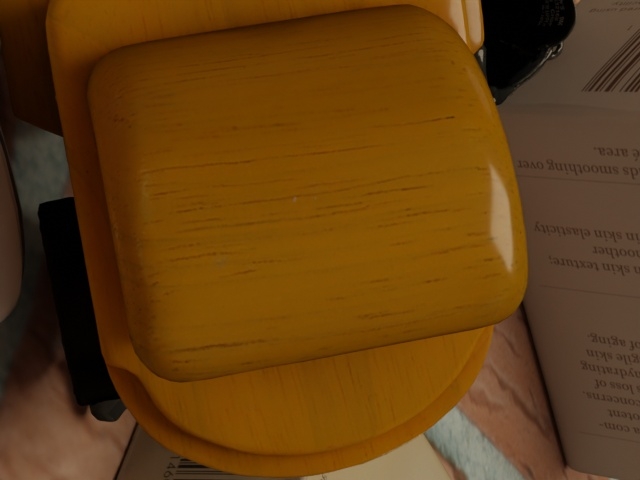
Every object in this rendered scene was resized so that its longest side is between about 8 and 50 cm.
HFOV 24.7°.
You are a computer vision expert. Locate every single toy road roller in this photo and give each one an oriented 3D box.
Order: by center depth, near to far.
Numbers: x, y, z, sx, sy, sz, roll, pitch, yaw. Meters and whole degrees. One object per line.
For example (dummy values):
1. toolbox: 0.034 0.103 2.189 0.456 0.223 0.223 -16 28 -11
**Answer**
1. toy road roller: -0.022 -0.070 0.582 0.240 0.202 0.330 -149 -131 -78

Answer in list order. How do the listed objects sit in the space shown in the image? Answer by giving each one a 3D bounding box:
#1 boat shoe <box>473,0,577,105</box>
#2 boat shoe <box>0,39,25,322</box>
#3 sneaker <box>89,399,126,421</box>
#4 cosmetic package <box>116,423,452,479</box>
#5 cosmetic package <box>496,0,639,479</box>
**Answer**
1. boat shoe: 0.130 -0.164 1.087 0.340 0.113 0.127 -27 110 -61
2. boat shoe: -0.154 -0.076 0.560 0.076 0.083 0.226 -45 125 -54
3. sneaker: -0.093 0.063 0.729 0.083 0.031 0.035 -27 125 -56
4. cosmetic package: 0.009 0.196 0.816 0.309 0.113 0.160 57 39 -42
5. cosmetic package: 0.382 -0.019 1.265 0.327 0.329 0.394 -44 127 -39
